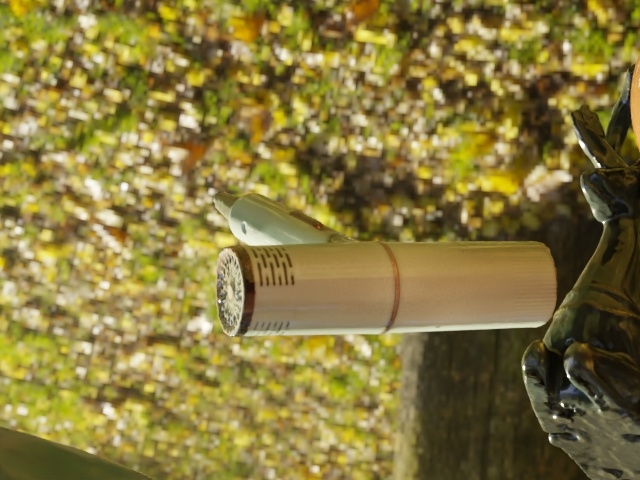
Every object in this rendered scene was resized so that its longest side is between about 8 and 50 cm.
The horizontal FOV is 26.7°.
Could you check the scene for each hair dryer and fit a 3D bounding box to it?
[{"bbox_3d":[0.007,0.000,0.666,0.155,0.044,0.183,1,-163,-22],"label":"hair dryer"}]

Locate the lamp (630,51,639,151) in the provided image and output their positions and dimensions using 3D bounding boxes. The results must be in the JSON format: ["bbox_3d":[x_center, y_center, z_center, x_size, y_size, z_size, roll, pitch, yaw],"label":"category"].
[{"bbox_3d":[0.171,-0.011,0.391,0.164,0.187,0.187,-28,138,16],"label":"lamp"}]

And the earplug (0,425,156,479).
[{"bbox_3d":[-0.105,0.186,0.287,0.132,0.272,0.132,16,-173,-2],"label":"earplug"}]

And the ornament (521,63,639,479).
[{"bbox_3d":[0.199,0.017,0.825,0.080,0.236,0.202,1,151,31],"label":"ornament"}]
